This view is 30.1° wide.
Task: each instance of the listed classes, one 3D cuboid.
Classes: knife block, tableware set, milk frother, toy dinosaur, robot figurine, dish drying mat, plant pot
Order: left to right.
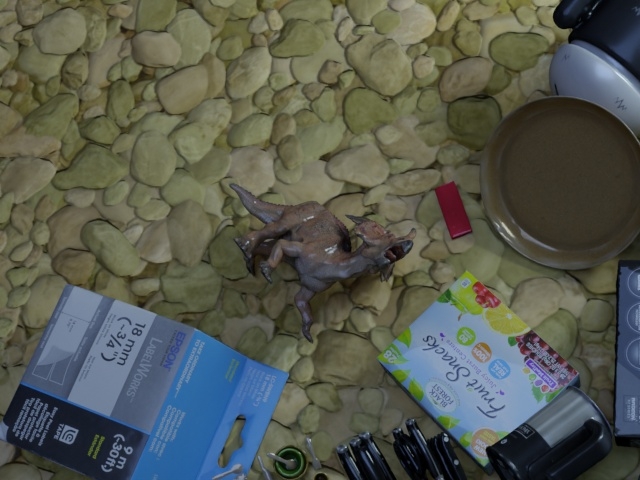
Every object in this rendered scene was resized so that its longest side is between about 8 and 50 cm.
[{"bbox_3d":[-0.064,0.335,1.589,0.154,0.024,0.104,-21,82,-2],"label":"tableware set"},{"bbox_3d":[0.000,0.000,1.673,0.200,0.127,0.296,-37,51,-9],"label":"toy dinosaur"},{"bbox_3d":[0.116,0.366,1.449,0.242,0.088,0.276,18,69,-5],"label":"knife block"},{"bbox_3d":[0.189,-0.043,1.694,0.032,0.008,0.083,-20,66,8],"label":"dish drying mat"},{"bbox_3d":[0.300,0.280,1.460,0.134,0.143,0.129,-34,33,-11],"label":"milk frother"},{"bbox_3d":[0.328,-0.078,1.594,0.236,0.032,0.236,9,109,28],"label":"plant pot"},{"bbox_3d":[0.438,-0.266,1.621,0.278,0.173,0.209,-48,62,0],"label":"robot figurine"}]

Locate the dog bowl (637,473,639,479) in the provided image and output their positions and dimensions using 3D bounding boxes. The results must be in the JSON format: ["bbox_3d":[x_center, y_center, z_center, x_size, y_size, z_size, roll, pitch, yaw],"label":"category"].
[{"bbox_3d":[0.550,0.326,1.310,0.407,0.150,0.408,0,89,17],"label":"dog bowl"}]

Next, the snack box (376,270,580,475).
[{"bbox_3d":[0.207,0.173,1.567,0.174,0.070,0.207,-43,63,-4],"label":"snack box"}]

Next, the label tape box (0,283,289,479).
[{"bbox_3d":[-0.247,0.225,1.653,0.333,0.106,0.241,17,75,21],"label":"label tape box"}]

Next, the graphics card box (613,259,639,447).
[{"bbox_3d":[0.551,0.145,1.465,0.370,0.094,0.233,1,74,17],"label":"graphics card box"}]
